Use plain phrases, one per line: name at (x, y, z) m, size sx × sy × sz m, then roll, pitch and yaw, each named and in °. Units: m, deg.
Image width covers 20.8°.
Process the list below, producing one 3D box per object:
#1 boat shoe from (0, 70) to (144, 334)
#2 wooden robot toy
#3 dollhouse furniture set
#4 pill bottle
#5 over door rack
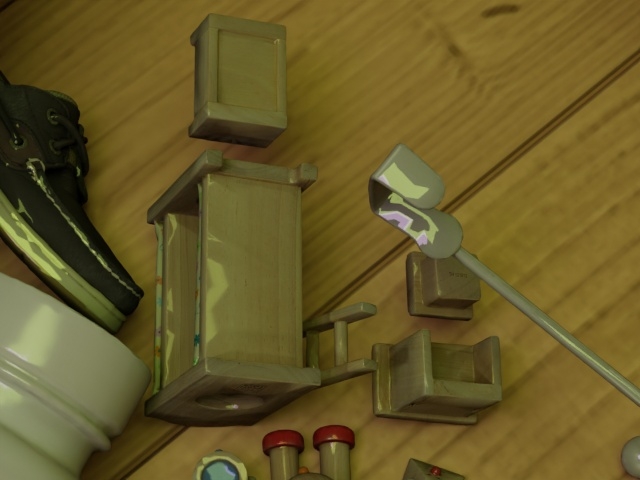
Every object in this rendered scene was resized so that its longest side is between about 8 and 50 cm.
boat shoe at (-0.156, -0.051, 0.893) m, size 0.073 × 0.080 × 0.223 m, roll -40°, pitch 71°, yaw -6°
wooden robot toy at (-0.014, 0.123, 0.831) m, size 0.173 × 0.079 × 0.076 m, roll -6°, pitch 71°, yaw -1°
dollhouse furniture set at (0.000, 0.000, 0.885) m, size 0.161 × 0.101 × 0.182 m, roll 8°, pitch 69°, yaw -22°
pill bottle at (-0.179, 0.134, 0.803) m, size 0.131 × 0.131 × 0.229 m, roll 28°, pitch 74°, yaw 10°
over door rack at (0.205, -0.006, 0.841) m, size 0.324 × 0.108 × 0.239 m, roll 42°, pitch 76°, yaw -8°
